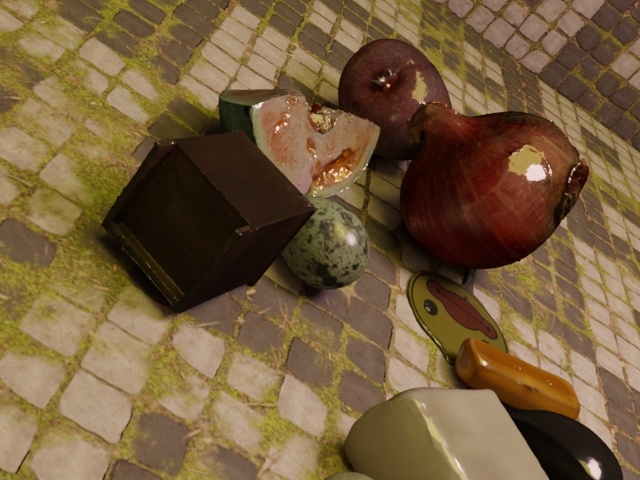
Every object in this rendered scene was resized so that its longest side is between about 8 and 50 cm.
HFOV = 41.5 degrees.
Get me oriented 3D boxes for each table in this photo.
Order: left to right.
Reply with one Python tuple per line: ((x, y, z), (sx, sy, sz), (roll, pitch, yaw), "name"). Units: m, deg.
((-0.153, -0.027, 1.148), (0.169, 0.172, 0.193), (47, 28, 11), "table")

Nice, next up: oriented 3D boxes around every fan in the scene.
((0.259, 0.123, 1.547), (0.230, 0.011, 0.335), (37, 32, -5), "fan")

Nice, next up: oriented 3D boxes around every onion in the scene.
((0.318, -0.096, 1.584), (0.354, 0.353, 0.353), (27, 34, -20), "onion")

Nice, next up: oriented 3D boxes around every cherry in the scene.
((0.163, -0.286, 1.769), (0.307, 0.221, 0.261), (16, 45, -55), "cherry")

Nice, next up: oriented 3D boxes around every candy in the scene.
((0.205, 0.358, 1.070), (0.208, 0.145, 0.358), (3, 48, -45), "candy")

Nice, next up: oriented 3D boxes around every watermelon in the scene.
((-0.066, -0.159, 1.460), (0.322, 0.188, 0.175), (16, 84, -45), "watermelon")

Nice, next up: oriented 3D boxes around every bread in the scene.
((0.324, 0.239, 1.413), (0.239, 0.074, 0.092), (27, 31, -21), "bread")

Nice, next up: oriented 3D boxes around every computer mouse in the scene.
((0.326, 0.288, 1.212), (0.138, 0.086, 0.270), (18, -2, -27), "computer mouse")

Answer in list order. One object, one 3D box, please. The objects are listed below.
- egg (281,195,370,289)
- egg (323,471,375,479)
((0.000, 0.000, 1.316), (0.132, 0.132, 0.172), (-6, 42, -50), "egg")
((0.045, 0.336, 0.957), (0.114, 0.114, 0.152), (-4, 54, -49), "egg")
